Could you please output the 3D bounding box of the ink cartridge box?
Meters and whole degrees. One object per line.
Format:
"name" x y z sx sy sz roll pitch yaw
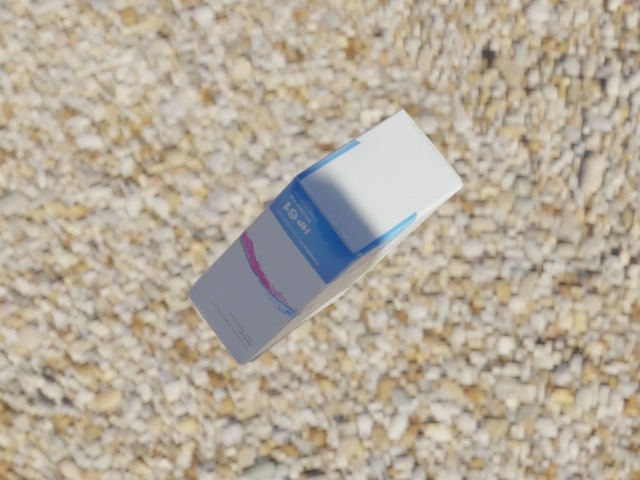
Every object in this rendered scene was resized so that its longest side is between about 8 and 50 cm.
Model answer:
"ink cartridge box" 0.000 0.000 0.828 0.052 0.122 0.088 51 47 6
